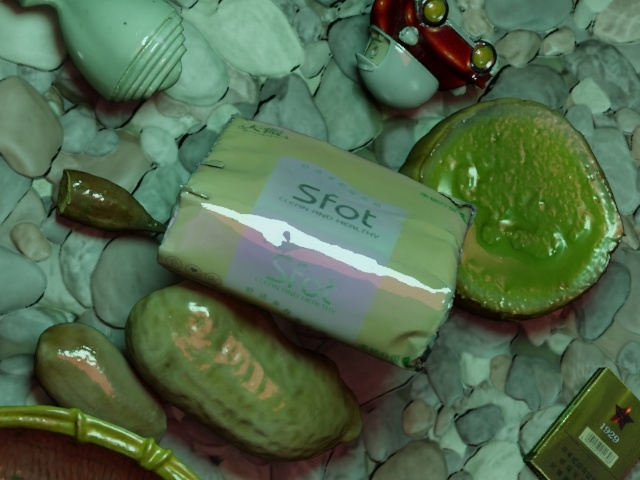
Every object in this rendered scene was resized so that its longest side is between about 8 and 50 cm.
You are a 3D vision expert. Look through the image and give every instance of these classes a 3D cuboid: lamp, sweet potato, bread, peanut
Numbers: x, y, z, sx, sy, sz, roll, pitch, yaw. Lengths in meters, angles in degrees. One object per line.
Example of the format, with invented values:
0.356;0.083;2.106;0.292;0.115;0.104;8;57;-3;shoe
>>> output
-0.210;-0.204;1.599;0.193;0.106;0.106;35;75;-4;lamp
-0.191;-0.028;1.611;0.117;0.049;0.049;22;78;-12;sweet potato
0.190;-0.030;1.733;0.236;0.070;0.236;2;84;-19;bread
-0.201;0.136;1.581;0.152;0.076;0.076;47;73;-14;peanut
-0.066;0.121;1.602;0.253;0.122;0.137;39;33;-15;peanut

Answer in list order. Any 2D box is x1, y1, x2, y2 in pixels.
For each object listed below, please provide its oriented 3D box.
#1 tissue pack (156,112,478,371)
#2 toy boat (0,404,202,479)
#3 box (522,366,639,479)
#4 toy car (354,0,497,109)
0.000;0.000;1.575;0.257;0.215;0.123;21;116;1;tissue pack
-0.226;0.210;1.535;0.318;0.099;0.141;12;122;-3;toy boat
0.279;0.207;1.768;0.090;0.023;0.133;45;73;-12;box
0.094;-0.180;1.702;0.139;0.112;0.112;39;89;-22;toy car
